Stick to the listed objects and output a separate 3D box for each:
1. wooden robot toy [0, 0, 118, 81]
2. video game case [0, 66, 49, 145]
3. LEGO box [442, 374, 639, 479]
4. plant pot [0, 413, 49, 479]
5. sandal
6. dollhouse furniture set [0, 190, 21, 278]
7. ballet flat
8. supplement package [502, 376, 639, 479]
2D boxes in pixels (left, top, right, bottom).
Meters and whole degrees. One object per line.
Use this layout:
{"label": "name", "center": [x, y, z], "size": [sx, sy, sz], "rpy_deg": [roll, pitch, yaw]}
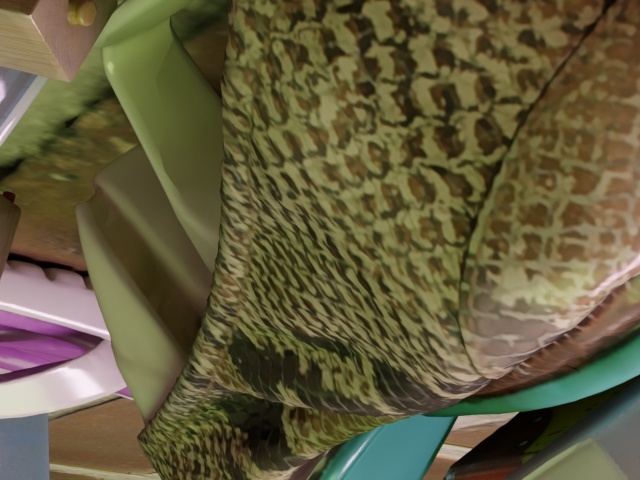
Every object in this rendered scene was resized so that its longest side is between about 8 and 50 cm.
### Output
{"label": "wooden robot toy", "center": [-0.113, -0.097, 0.357], "size": [0.079, 0.076, 0.173], "rpy_deg": [14, 170, 27]}
{"label": "video game case", "center": [-0.167, -0.034, 0.438], "size": [0.173, 0.190, 0.022], "rpy_deg": [23, -161, -50]}
{"label": "LEGO box", "center": [0.326, 0.167, 0.540], "size": [0.193, 0.372, 0.500], "rpy_deg": [-31, -175, -33]}
{"label": "plant pot", "center": [-0.308, 0.149, 1.140], "size": [0.234, 0.165, 0.166], "rpy_deg": [-1, 166, -12]}
{"label": "sandal", "center": [-0.175, 0.076, 0.926], "size": [0.416, 0.102, 0.169], "rpy_deg": [12, 162, -22]}
{"label": "dollhouse furniture set", "center": [-0.250, 0.012, 0.696], "size": [0.184, 0.129, 0.129], "rpy_deg": [29, 154, -34]}
{"label": "ballet flat", "center": [0.000, 0.000, 0.535], "size": [0.182, 0.164, 0.483], "rpy_deg": [41, 159, 5]}
{"label": "supplement package", "center": [0.150, 0.144, 0.445], "size": [0.139, 0.244, 0.134], "rpy_deg": [-30, 169, -37]}
